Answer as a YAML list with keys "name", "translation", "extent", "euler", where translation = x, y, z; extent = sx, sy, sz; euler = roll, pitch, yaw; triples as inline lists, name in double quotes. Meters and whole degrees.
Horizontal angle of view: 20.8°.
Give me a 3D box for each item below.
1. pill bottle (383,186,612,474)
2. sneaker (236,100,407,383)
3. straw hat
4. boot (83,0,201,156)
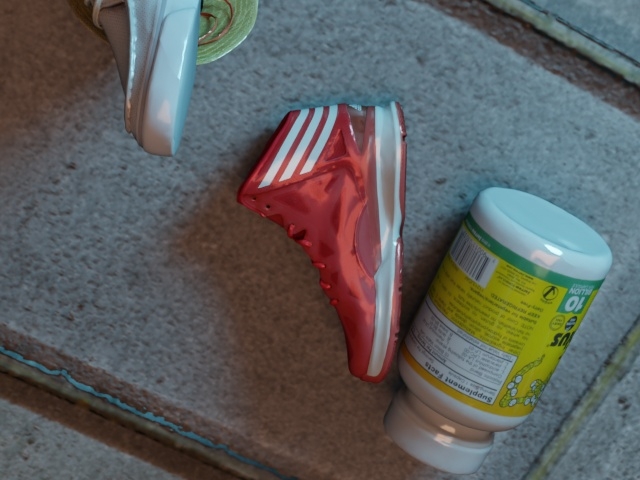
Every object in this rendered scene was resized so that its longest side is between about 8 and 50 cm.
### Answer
- name: "pill bottle"
  translation: [0.131, 0.074, 1.352]
  extent: [0.117, 0.117, 0.208]
  euler: [21, 110, -15]
- name: "sneaker"
  translation: [0.000, 0.000, 1.335]
  extent: [0.128, 0.087, 0.221]
  euler: [2, 102, 2]
- name: "straw hat"
  translation: [-0.118, -0.169, 1.240]
  extent: [0.144, 0.144, 0.061]
  euler: [7, 155, -9]
- name: "boot"
  translation: [-0.141, -0.171, 1.160]
  extent: [0.123, 0.258, 0.095]
  euler: [5, 147, -4]
